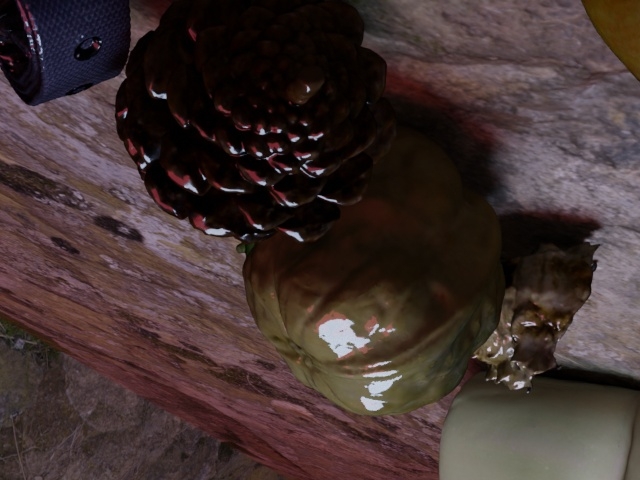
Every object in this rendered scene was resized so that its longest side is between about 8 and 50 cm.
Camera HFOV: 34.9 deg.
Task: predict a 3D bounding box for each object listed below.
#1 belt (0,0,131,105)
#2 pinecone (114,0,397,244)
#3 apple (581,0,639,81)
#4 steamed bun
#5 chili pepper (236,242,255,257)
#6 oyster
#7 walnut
[{"bbox_3d":[-0.260,-0.209,0.950,0.139,0.126,0.230,61,159,3],"label":"belt"},{"bbox_3d":[-0.071,-0.116,0.930,0.244,0.244,0.309,33,172,-30],"label":"pinecone"},{"bbox_3d":[0.260,-0.165,0.511,0.264,0.264,0.264,17,159,7],"label":"apple"},{"bbox_3d":[0.401,0.413,1.715,0.371,0.290,0.456,5,154,35],"label":"steamed bun"},{"bbox_3d":[0.000,0.000,1.327,0.270,0.099,0.136,0,160,32],"label":"chili pepper"},{"bbox_3d":[0.239,0.079,1.264,0.133,0.198,0.337,46,171,0],"label":"oyster"},{"bbox_3d":[0.060,0.035,1.084,0.282,0.277,0.253,42,154,-12],"label":"walnut"}]
